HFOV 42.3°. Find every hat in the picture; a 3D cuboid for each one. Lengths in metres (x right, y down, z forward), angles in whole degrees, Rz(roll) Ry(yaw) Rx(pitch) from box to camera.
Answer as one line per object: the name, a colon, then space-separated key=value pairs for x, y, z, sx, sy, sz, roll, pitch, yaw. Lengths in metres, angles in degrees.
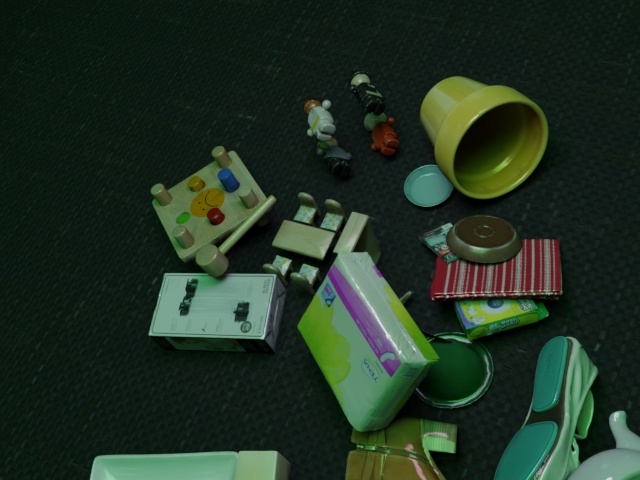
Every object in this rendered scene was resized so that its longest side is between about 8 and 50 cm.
hat: x=0.239 y=0.228 z=1.686 sx=0.208 sy=0.183 sz=0.173 roll=-2 pitch=58 yaw=17

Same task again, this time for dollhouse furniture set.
dollhouse furniture set: x=0.000 y=0.000 z=1.912 sx=0.242 sy=0.161 sz=0.212 roll=15 pitch=66 yaw=25

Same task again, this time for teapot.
teapot: x=0.509 y=0.476 z=1.441 sx=0.256 sy=0.187 sz=0.252 roll=-27 pitch=99 yaw=-14

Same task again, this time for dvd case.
dvd case: x=0.291 y=0.005 z=1.874 sx=0.087 sy=0.013 sz=0.119 roll=-23 pitch=38 yaw=-16

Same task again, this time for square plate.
square plate: x=-0.340 y=0.618 z=1.717 sx=0.344 sy=0.049 sz=0.347 roll=-5 pitch=59 yaw=14

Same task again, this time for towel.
towel: x=0.381 y=0.064 z=1.798 sx=0.275 sy=0.031 sz=0.199 roll=-2 pitch=35 yaw=15

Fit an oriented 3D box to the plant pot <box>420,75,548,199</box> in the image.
plant pot: x=0.358 y=-0.260 z=1.924 sx=0.254 sy=0.254 sz=0.239 roll=-31 pitch=40 yaw=-2

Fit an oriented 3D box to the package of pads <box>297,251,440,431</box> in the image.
package of pads: x=0.083 y=0.204 z=1.659 sx=0.101 sy=0.229 sz=0.296 roll=0 pitch=43 yaw=-36

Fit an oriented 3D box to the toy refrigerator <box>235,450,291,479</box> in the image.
toy refrigerator: x=-0.127 y=0.567 z=1.649 sx=0.094 sy=0.102 sz=0.269 roll=-4 pitch=60 yaw=15

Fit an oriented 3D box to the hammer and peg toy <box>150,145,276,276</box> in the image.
hammer and peg toy: x=-0.246 y=-0.059 z=2.021 sx=0.266 sy=0.127 sz=0.361 roll=-33 pitch=47 yaw=-4

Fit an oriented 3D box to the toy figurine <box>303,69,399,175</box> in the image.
toy figurine: x=0.071 y=-0.288 z=2.037 sx=0.209 sy=0.213 sz=0.148 roll=-26 pitch=47 yaw=4

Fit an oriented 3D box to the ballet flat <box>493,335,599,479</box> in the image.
ballet flat: x=0.442 y=0.362 z=1.551 sx=0.139 sy=0.139 sz=0.400 roll=13 pitch=53 yaw=24

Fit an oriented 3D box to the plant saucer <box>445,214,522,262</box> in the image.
plant saucer: x=0.365 y=-0.011 z=1.842 sx=0.168 sy=0.029 sz=0.168 roll=-2 pitch=36 yaw=1

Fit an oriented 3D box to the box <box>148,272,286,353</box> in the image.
box: x=-0.239 y=0.167 z=1.932 sx=0.290 sy=0.087 sz=0.169 roll=-1 pitch=60 yaw=16

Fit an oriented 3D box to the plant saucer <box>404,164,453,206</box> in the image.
plant saucer: x=0.262 y=-0.127 z=1.991 sx=0.119 sy=0.021 sz=0.119 roll=-7 pitch=59 yaw=13

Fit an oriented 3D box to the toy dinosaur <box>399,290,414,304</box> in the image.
toy dinosaur: x=0.104 y=0.214 z=1.817 sx=0.118 sy=0.064 sz=0.268 roll=17 pitch=64 yaw=18

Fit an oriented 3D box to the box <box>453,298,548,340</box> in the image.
box: x=0.382 y=0.143 z=1.755 sx=0.179 sy=0.043 sz=0.105 roll=-15 pitch=38 yaw=-2

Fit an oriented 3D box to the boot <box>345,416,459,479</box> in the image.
boot: x=0.152 y=0.475 z=1.610 sx=0.220 sy=0.109 sz=0.283 roll=-1 pitch=58 yaw=15
